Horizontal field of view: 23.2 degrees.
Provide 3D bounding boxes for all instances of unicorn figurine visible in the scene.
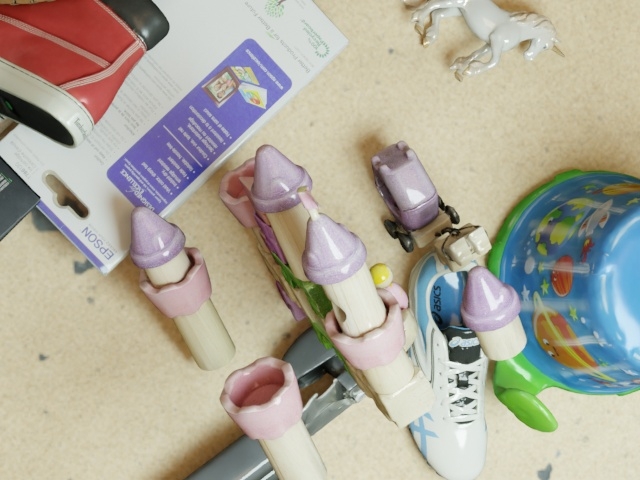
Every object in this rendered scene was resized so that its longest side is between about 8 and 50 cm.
[{"bbox_3d":[0.166,-0.212,1.563,0.111,0.060,0.162,-43,98,-9],"label":"unicorn figurine"}]

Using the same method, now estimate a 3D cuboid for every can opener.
[{"bbox_3d":[-0.051,0.179,1.522,0.283,0.076,0.095,-36,65,-10],"label":"can opener"}]

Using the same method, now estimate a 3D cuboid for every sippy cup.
[{"bbox_3d":[0.305,0.043,1.508,0.240,0.224,0.305,8,87,-12],"label":"sippy cup"}]

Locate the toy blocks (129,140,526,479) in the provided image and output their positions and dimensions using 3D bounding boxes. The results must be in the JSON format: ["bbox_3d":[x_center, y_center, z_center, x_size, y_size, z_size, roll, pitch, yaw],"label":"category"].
[{"bbox_3d":[0.000,0.000,1.379,0.309,0.288,0.260,-31,125,-10],"label":"toy blocks"}]

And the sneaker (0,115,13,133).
[{"bbox_3d":[-0.308,-0.120,1.470,0.040,0.044,0.109,43,83,-10],"label":"sneaker"}]

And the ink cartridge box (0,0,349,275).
[{"bbox_3d":[-0.146,-0.136,1.495,0.332,0.065,0.165,-44,98,-10],"label":"ink cartridge box"}]

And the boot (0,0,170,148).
[{"bbox_3d":[-0.266,-0.204,1.436,0.244,0.088,0.176,27,68,20],"label":"boot"}]

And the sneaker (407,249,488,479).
[{"bbox_3d":[0.130,0.125,1.541,0.085,0.086,0.237,-5,92,-14],"label":"sneaker"}]

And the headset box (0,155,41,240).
[{"bbox_3d":[-0.411,-0.038,1.337,0.283,0.246,0.131,46,121,-9],"label":"headset box"}]
